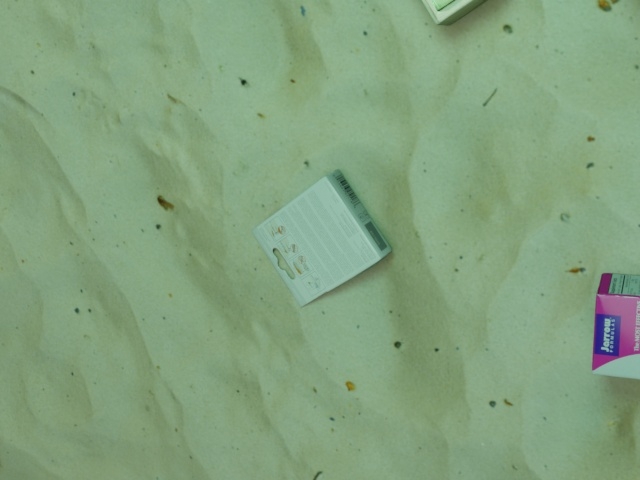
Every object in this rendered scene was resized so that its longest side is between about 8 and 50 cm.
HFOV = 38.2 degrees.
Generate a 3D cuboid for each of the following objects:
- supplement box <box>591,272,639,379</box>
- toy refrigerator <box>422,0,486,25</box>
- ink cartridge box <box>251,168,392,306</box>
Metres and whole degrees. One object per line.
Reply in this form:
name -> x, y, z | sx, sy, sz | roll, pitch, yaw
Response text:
supplement box -> 0.462, 0.114, 1.169 | 0.220, 0.114, 0.111 | 4, 104, 21
toy refrigerator -> 0.128, -0.417, 1.182 | 0.102, 0.094, 0.269 | -31, 91, 23
ink cartridge box -> 0.000, 0.000, 1.360 | 0.179, 0.045, 0.145 | -34, 90, 41
